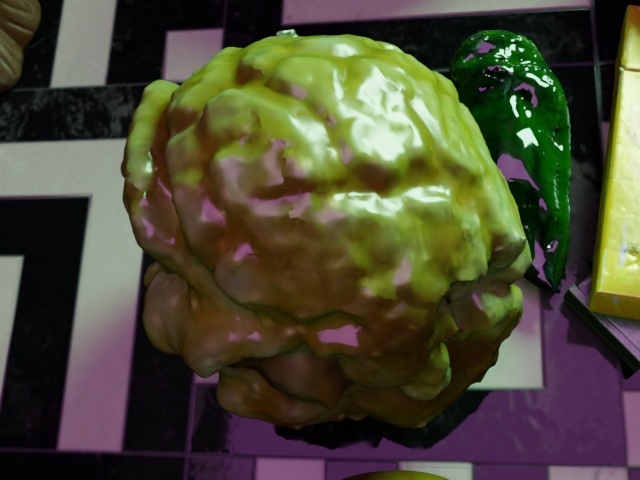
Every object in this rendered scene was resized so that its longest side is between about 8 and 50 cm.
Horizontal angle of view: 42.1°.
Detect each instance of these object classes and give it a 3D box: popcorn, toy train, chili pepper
[{"bbox_3d":[-0.004,-0.009,0.553,0.282,0.282,0.247,-13,55,5],"label":"popcorn"},{"bbox_3d":[0.229,0.052,0.621,0.056,0.038,0.093,-40,70,-3],"label":"toy train"},{"bbox_3d":[0.153,-0.065,0.663,0.098,0.061,0.224,-5,69,7],"label":"chili pepper"}]

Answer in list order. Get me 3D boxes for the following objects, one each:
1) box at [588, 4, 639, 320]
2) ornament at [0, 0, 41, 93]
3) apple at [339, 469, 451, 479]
[{"bbox_3d":[0.292,-0.058,0.623,0.152,0.043,0.269,12,62,10],"label":"box"},{"bbox_3d":[-0.383,-0.256,0.731,0.235,0.217,0.221,37,82,18],"label":"ornament"},{"bbox_3d":[0.044,0.234,0.526,0.182,0.182,0.155,-18,40,3],"label":"apple"}]
